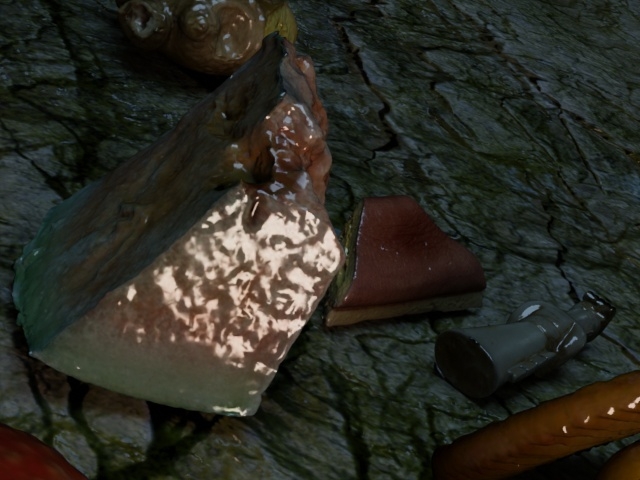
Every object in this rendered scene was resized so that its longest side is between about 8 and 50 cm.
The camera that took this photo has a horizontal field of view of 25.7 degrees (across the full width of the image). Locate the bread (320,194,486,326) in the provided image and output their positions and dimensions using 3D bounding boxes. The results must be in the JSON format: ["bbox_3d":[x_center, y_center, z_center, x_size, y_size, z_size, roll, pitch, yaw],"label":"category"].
[{"bbox_3d":[0.067,0.019,1.326,0.192,0.067,0.119,-1,62,-39],"label":"bread"}]

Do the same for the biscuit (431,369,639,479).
[{"bbox_3d":[0.230,0.124,1.028,0.317,0.318,0.040,-6,73,-40],"label":"biscuit"}]

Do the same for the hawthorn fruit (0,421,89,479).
[{"bbox_3d":[-0.167,0.219,0.600,0.299,0.275,0.275,29,26,-2],"label":"hawthorn fruit"}]

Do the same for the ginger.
[{"bbox_3d":[-0.176,-0.281,1.728,0.270,0.123,0.219,19,21,26],"label":"ginger"}]

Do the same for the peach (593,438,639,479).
[{"bbox_3d":[0.270,0.216,0.990,0.179,0.179,0.103,12,-8,-12],"label":"peach"}]

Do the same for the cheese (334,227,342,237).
[{"bbox_3d":[0.000,0.000,1.385,0.067,0.026,0.120,-9,36,-42],"label":"cheese"}]

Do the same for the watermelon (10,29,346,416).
[{"bbox_3d":[-0.090,0.007,1.142,0.151,0.302,0.264,49,12,-27],"label":"watermelon"}]

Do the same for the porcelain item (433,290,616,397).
[{"bbox_3d":[0.197,0.091,1.298,0.213,0.054,0.084,-13,42,-45],"label":"porcelain item"}]
